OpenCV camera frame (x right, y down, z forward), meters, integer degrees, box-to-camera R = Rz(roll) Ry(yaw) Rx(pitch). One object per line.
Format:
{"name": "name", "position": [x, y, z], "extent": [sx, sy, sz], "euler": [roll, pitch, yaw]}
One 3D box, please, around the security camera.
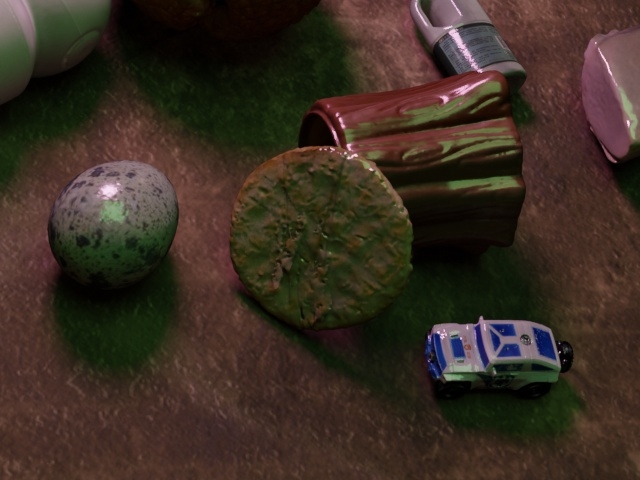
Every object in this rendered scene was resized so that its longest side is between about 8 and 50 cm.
{"name": "security camera", "position": [-0.352, -0.278, 1.721], "extent": [0.194, 0.194, 0.236], "euler": [40, 51, 11]}

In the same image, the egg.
{"name": "egg", "position": [-0.221, -0.021, 1.617], "extent": [0.132, 0.132, 0.172], "euler": [34, 41, 7]}

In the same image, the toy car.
{"name": "toy car", "position": [0.205, 0.131, 1.690], "extent": [0.171, 0.070, 0.080], "euler": [2, 55, -16]}

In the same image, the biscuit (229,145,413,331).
{"name": "biscuit", "position": [0.000, 0.000, 1.634], "extent": [0.220, 0.220, 0.033], "euler": [35, 22, 7]}

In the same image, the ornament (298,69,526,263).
{"name": "ornament", "position": [0.098, -0.091, 1.738], "extent": [0.218, 0.235, 0.221], "euler": [-7, 34, -19]}

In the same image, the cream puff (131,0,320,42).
{"name": "cream puff", "position": [-0.124, -0.353, 1.822], "extent": [0.303, 0.212, 0.303], "euler": [13, 21, -5]}

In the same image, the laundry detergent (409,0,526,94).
{"name": "laundry detergent", "position": [0.179, -0.284, 1.970], "extent": [0.099, 0.070, 0.225], "euler": [-20, 65, -21]}

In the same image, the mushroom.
{"name": "mushroom", "position": [0.492, -0.236, 2.002], "extent": [0.407, 0.137, 0.154], "euler": [-28, 57, -34]}
